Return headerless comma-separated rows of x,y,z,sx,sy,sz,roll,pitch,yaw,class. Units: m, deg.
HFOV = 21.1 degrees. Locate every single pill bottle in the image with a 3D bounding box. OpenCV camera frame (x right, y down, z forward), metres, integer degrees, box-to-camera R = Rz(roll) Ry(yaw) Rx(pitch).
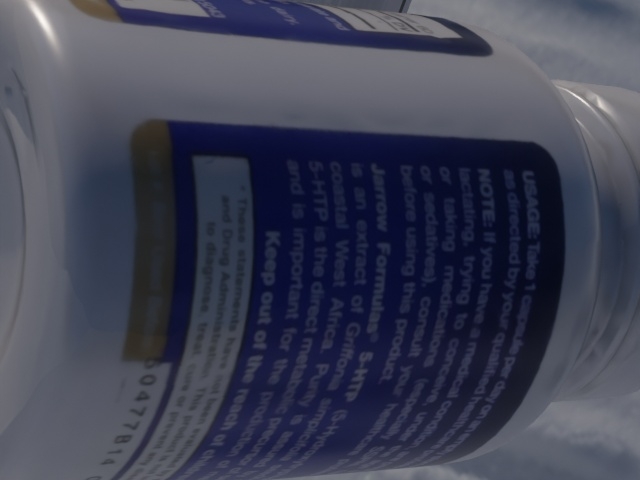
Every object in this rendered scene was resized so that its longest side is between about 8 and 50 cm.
0.000,0.000,0.407,0.187,0.112,0.112,1,55,-34,pill bottle

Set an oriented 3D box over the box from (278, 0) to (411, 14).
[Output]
-0.028,-0.161,0.928,0.169,0.290,0.087,-4,34,-43,box
